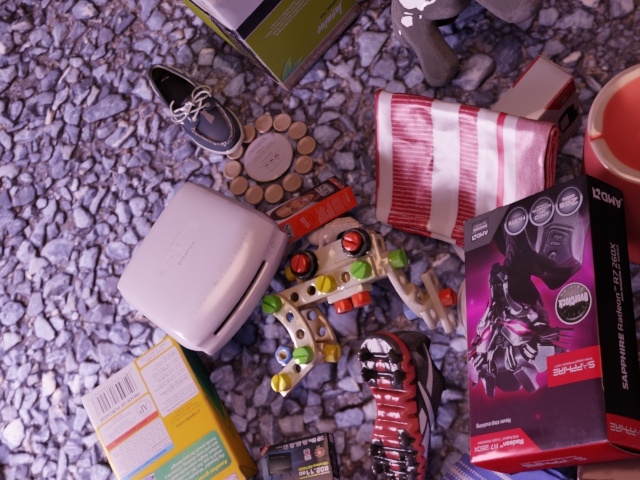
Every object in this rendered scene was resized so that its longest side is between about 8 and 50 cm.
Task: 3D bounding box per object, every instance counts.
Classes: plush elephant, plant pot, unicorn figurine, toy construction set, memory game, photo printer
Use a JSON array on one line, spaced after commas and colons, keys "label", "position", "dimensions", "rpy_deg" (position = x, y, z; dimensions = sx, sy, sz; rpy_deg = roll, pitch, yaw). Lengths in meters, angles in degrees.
[{"label": "plush elephant", "position": [0.220, -0.478, 1.755], "dimensions": [0.330, 0.272, 0.255], "rpy_deg": [41, 47, -2]}, {"label": "plant pot", "position": [0.505, -0.123, 1.489], "dimensions": [0.275, 0.243, 0.275], "rpy_deg": [-7, 69, 19]}, {"label": "unicorn figurine", "position": [0.000, 0.000, 1.743], "dimensions": [0.162, 0.060, 0.111], "rpy_deg": [19, 68, 32]}, {"label": "toy construction set", "position": [0.049, 0.104, 1.627], "dimensions": [0.327, 0.151, 0.215], "rpy_deg": [-19, 77, 14]}, {"label": "memory game", "position": [-0.095, -0.150, 1.868], "dimensions": [0.186, 0.012, 0.186], "rpy_deg": [-8, 68, 20]}, {"label": "photo printer", "position": [-0.197, 0.045, 1.718], "dimensions": [0.256, 0.107, 0.307], "rpy_deg": [-57, 36, -5]}]

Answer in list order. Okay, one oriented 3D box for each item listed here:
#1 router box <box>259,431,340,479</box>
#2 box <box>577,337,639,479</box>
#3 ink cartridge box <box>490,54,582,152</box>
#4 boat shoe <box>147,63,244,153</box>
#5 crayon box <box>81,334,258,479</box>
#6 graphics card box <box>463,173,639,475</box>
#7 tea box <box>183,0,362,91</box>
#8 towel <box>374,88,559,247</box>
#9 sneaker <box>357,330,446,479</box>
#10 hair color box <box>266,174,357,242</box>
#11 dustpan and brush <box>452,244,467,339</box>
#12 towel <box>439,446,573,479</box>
[{"label": "router box", "position": [-0.033, 0.368, 1.632], "dimensions": [0.122, 0.038, 0.092], "rpy_deg": [-17, 66, 15]}, {"label": "box", "position": [0.454, 0.250, 1.410], "dimensions": [0.168, 0.167, 0.203], "rpy_deg": [0, 71, 22]}, {"label": "ink cartridge box", "position": [0.346, -0.193, 1.617], "dimensions": [0.072, 0.175, 0.127], "rpy_deg": [40, 88, 26]}, {"label": "boat shoe", "position": [-0.241, -0.256, 1.924], "dimensions": [0.095, 0.079, 0.254], "rpy_deg": [-43, 59, 2]}, {"label": "crayon box", "position": [-0.246, 0.347, 1.700], "dimensions": [0.203, 0.083, 0.323], "rpy_deg": [-36, 61, 6]}, {"label": "graphics card box", "position": [0.311, 0.118, 1.388], "dimensions": [0.233, 0.094, 0.371], "rpy_deg": [-23, 57, 47]}, {"label": "tea box", "position": [-0.150, -0.497, 1.843], "dimensions": [0.220, 0.323, 0.329], "rpy_deg": [-47, 62, 0]}, {"label": "towel", "position": [0.217, -0.101, 1.603], "dimensions": [0.329, 0.037, 0.237], "rpy_deg": [18, 121, 37]}, {"label": "sneaker", "position": [0.137, 0.261, 1.550], "dimensions": [0.097, 0.135, 0.276], "rpy_deg": [2, 104, 42]}, {"label": "hair color box", "position": [-0.015, -0.054, 1.744], "dimensions": [0.141, 0.043, 0.072], "rpy_deg": [-30, 27, -10]}, {"label": "dustpan and brush", "position": [0.263, 0.066, 1.626], "dimensions": [0.147, 0.060, 0.211], "rpy_deg": [-31, 69, 2]}, {"label": "towel", "position": [0.183, 0.420, 1.425], "dimensions": [0.336, 0.040, 0.243], "rpy_deg": [-43, 22, -10]}]
